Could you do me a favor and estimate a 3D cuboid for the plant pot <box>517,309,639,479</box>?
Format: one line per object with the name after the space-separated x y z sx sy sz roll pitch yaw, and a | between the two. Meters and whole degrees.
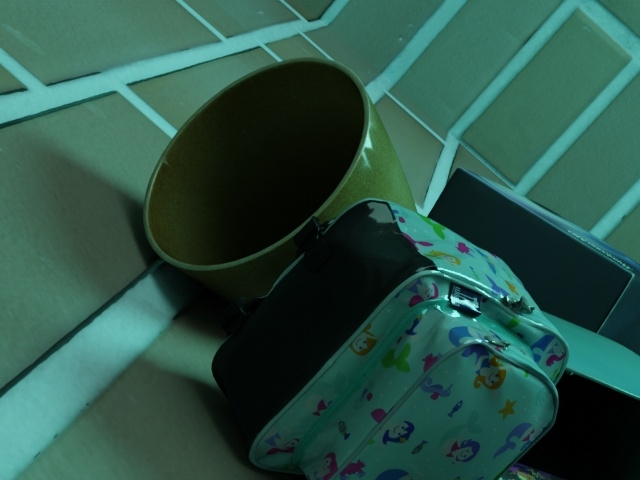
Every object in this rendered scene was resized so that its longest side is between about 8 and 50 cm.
0.259 0.175 1.297 0.165 0.165 0.234 22 19 -8 | plant pot

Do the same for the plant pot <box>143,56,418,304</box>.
0.000 0.000 1.178 0.254 0.237 0.237 50 6 -40 | plant pot

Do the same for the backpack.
0.075 0.106 0.987 0.253 0.225 0.191 20 27 -49 | backpack

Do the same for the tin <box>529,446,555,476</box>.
0.256 0.260 1.386 0.106 0.040 0.190 31 17 -49 | tin

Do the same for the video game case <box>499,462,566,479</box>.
0.230 0.286 1.094 0.232 0.042 0.210 22 22 -11 | video game case

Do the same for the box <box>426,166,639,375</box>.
0.317 0.063 1.714 0.296 0.183 0.294 35 10 31 | box
